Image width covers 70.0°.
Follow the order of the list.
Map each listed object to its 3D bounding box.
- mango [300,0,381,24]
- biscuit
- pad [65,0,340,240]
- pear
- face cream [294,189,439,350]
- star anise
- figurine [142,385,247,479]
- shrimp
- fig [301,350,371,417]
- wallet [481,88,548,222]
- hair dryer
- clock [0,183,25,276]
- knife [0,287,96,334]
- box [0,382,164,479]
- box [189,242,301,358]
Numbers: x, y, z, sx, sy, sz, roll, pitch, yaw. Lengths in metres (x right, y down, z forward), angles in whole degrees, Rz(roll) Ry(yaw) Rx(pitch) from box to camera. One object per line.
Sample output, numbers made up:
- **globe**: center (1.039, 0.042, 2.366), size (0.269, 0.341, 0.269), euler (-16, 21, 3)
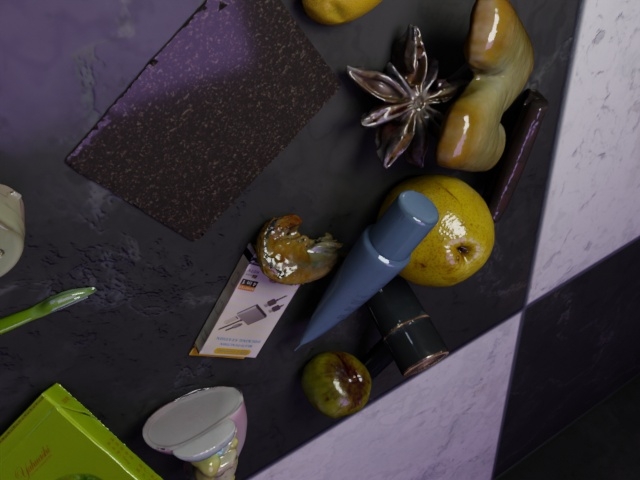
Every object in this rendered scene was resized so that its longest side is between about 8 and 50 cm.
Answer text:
- **mango**: center (0.057, -0.348, 0.563), size (0.098, 0.075, 0.190), euler (30, 107, -27)
- **biscuit**: center (0.263, -0.222, 0.711), size (0.291, 0.062, 0.236), euler (-9, 116, -59)
- **pad**: center (-0.140, -0.163, 0.617), size (0.330, 0.004, 0.220), euler (-46, 134, 4)
- **pear**: center (0.206, -0.013, 0.820), size (0.209, 0.209, 0.208), euler (-17, 130, -22)
- **face cream**: center (0.065, 0.066, 0.780), size (0.135, 0.086, 0.385), euler (-37, 166, -44)
- **star anise**: center (0.143, -0.217, 0.705), size (0.231, 0.089, 0.209), euler (-11, 114, -31)
- **figurine**: center (-0.252, 0.474, 0.851), size (0.284, 0.207, 0.315), euler (-53, 145, -61)
- **shrimp**: center (0.006, 0.007, 0.790), size (0.262, 0.066, 0.117), euler (-13, 102, -45)
- **fig**: center (0.033, 0.306, 0.981), size (0.136, 0.153, 0.120), euler (-47, 154, -41)
- **wallet**: center (0.362, -0.163, 0.864), size (0.182, 0.049, 0.229), euler (-49, 156, -57)
- **hair dryer**: center (0.125, 0.240, 1.021), size (0.107, 0.189, 0.352), euler (-10, 149, -30)
- **clock**: center (-0.500, 0.006, 0.436), size (0.309, 0.114, 0.284), euler (-40, 136, 1)
- **knife**: center (-0.404, 0.103, 0.628), size (0.184, 0.022, 0.026), euler (-24, 157, -18)
- **box**: center (-0.363, 0.406, 0.719), size (0.335, 0.047, 0.187), euler (44, 94, -4)
- **box**: center (-0.125, 0.125, 0.819), size (0.129, 0.033, 0.247), euler (16, 112, -41)
